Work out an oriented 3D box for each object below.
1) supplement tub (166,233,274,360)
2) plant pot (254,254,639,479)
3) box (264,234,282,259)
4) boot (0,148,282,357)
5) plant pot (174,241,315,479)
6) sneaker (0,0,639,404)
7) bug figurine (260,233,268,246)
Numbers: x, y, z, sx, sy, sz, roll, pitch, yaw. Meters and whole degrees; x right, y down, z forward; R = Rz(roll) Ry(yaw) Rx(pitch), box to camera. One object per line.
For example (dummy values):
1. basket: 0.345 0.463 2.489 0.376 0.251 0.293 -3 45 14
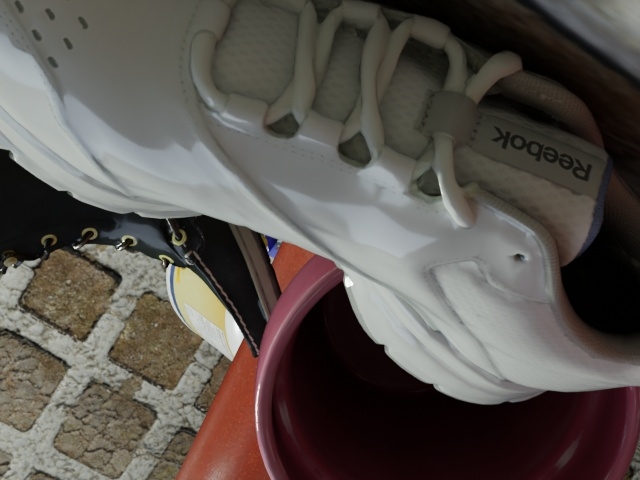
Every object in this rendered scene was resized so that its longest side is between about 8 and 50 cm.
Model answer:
1. supplement tub: -0.058 0.076 1.584 0.228 0.228 0.316 33 176 -34
2. plant pot: 0.063 0.065 0.662 0.201 0.201 0.180 32 -168 -11
3. box: 0.010 0.007 1.145 0.136 0.081 0.028 32 177 -30
4. boot: -0.137 -0.003 0.708 0.236 0.179 0.085 62 176 -6
5. plant pot: 0.030 0.143 0.917 0.272 0.265 0.272 30 -171 -5
6. sneaker: 0.016 -0.037 0.355 0.297 0.111 0.129 28 163 -27
7. bug figurine: -0.118 -0.081 0.881 0.216 0.072 0.279 39 -173 -5
